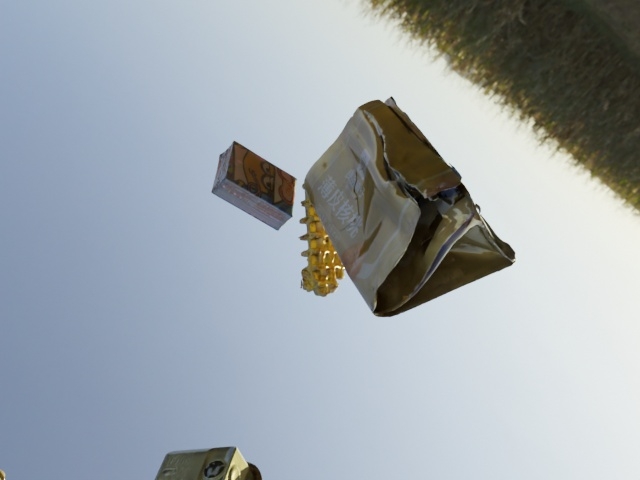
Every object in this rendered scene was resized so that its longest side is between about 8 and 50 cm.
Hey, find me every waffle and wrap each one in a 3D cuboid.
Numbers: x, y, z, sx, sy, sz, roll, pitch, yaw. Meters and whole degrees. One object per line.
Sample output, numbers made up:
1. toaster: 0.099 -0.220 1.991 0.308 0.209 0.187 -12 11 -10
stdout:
1. waffle: 0.000 0.000 1.067 0.160 0.046 0.192 53 -137 -38

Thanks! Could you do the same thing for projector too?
1. projector: -0.266 0.615 1.491 0.163 0.243 0.177 -70 -36 -53

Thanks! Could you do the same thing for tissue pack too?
1. tissue pack: -0.122 -0.106 1.158 0.155 0.065 0.115 29 -138 -24

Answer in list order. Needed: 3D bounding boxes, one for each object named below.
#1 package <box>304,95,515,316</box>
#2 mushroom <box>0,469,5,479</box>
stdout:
1. package: 0.103 -0.076 0.863 0.311 0.221 0.165 -114 3 -50
2. mushroom: -0.731 0.532 1.210 0.110 0.097 0.351 -1 176 1
